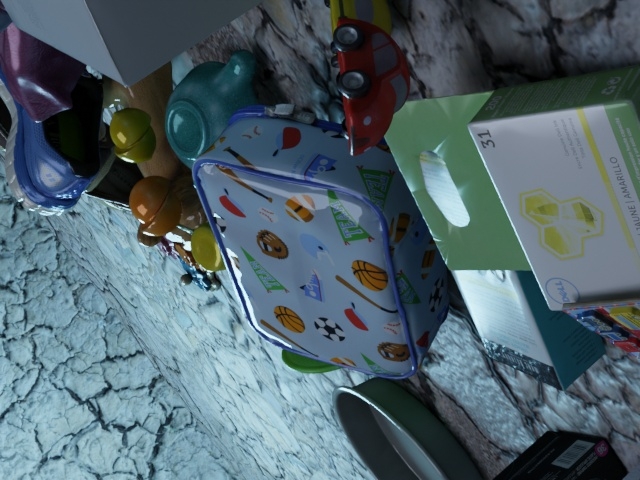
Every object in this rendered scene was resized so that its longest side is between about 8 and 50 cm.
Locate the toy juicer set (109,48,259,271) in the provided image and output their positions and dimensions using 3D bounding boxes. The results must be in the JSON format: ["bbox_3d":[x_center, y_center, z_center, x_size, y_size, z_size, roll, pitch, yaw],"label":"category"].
[{"bbox_3d":[-0.145,-0.140,1.243,0.209,0.089,0.328,20,118,37],"label":"toy juicer set"}]

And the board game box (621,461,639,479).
[{"bbox_3d":[0.423,0.368,0.951,0.319,0.066,0.318,24,146,54],"label":"board game box"}]

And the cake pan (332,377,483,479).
[{"bbox_3d":[0.130,0.304,1.535,0.293,0.054,0.293,45,159,22],"label":"cake pan"}]

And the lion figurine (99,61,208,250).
[{"bbox_3d":[-0.200,-0.135,1.409,0.392,0.142,0.240,57,154,1],"label":"lion figurine"}]

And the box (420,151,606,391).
[{"bbox_3d":[0.156,0.008,0.945,0.100,0.060,0.244,22,144,55],"label":"box"}]

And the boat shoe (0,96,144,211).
[{"bbox_3d":[-0.331,-0.125,1.555,0.123,0.123,0.342,25,169,41],"label":"boat shoe"}]

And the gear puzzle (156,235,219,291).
[{"bbox_3d":[-0.243,-0.028,1.825,0.175,0.044,0.339,45,159,21],"label":"gear puzzle"}]

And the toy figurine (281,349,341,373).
[{"bbox_3d":[0.010,0.061,1.331,0.173,0.130,0.159,3,121,38],"label":"toy figurine"}]

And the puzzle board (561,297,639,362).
[{"bbox_3d":[0.248,0.071,0.789,0.128,0.011,0.096,30,156,-33],"label":"puzzle board"}]

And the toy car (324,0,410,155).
[{"bbox_3d":[0.028,-0.204,0.815,0.239,0.053,0.225,-96,0,-62],"label":"toy car"}]

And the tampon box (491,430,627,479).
[{"bbox_3d":[0.258,0.293,1.119,0.161,0.120,0.101,56,161,-9],"label":"tampon box"}]

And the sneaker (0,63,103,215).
[{"bbox_3d":[-0.335,-0.206,1.408,0.147,0.130,0.330,-26,75,42],"label":"sneaker"}]

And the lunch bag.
[{"bbox_3d":[0.000,0.000,1.118,0.243,0.115,0.303,15,141,27],"label":"lunch bag"}]

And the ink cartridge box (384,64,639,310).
[{"bbox_3d":[0.148,-0.029,0.798,0.235,0.056,0.171,-4,125,40],"label":"ink cartridge box"}]

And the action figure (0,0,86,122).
[{"bbox_3d":[-0.301,-0.272,1.089,0.248,0.276,0.370,49,171,14],"label":"action figure"}]

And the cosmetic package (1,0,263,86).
[{"bbox_3d":[-0.145,-0.262,0.919,0.225,0.224,0.138,31,151,48],"label":"cosmetic package"}]
